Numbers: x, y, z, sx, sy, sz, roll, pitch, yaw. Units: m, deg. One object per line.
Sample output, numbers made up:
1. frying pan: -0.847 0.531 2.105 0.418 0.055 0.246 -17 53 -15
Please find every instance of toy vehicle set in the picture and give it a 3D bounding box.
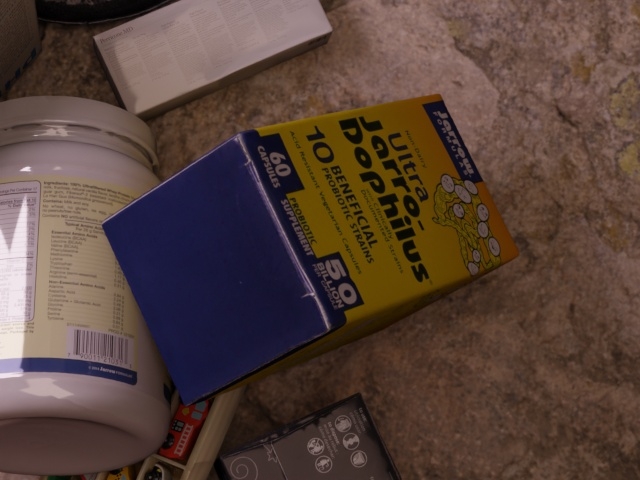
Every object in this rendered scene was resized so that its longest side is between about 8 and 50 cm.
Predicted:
1. toy vehicle set: -0.171 0.173 1.770 0.166 0.035 0.267 16 77 31

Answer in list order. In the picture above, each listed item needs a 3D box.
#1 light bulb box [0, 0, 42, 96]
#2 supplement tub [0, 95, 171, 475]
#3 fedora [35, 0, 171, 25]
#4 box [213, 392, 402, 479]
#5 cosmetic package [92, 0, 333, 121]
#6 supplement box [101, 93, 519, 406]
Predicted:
1. light bulb box: -0.477 -0.268 1.691 0.358 0.361 0.225 40 77 2
2. supplement tub: -0.261 0.047 1.706 0.235 0.235 0.324 1 66 -6
3. fedora: -0.243 -0.393 1.843 0.334 0.152 0.334 1 80 -6
4. box: 0.014 0.300 1.757 0.163 0.142 0.247 -23 84 -11
5. cosmetic package: -0.116 -0.215 1.872 0.239 0.060 0.099 -24 86 -10
6. supplement box: 0.000 0.000 1.685 0.195 0.356 0.194 -30 83 34
